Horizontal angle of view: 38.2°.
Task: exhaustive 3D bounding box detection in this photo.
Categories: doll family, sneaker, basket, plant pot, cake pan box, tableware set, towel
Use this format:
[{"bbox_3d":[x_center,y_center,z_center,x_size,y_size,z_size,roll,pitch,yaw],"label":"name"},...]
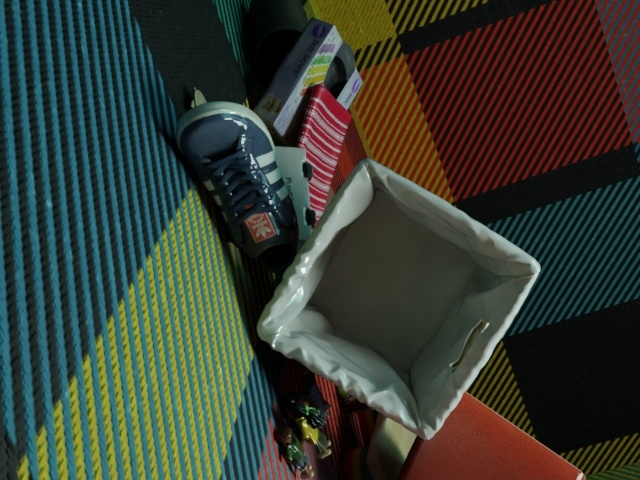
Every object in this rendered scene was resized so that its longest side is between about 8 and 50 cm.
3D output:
[{"bbox_3d":[-0.026,0.270,1.439,0.193,0.076,0.111,-98,162,-61],"label":"doll family"},{"bbox_3d":[-0.107,-0.068,1.408,0.350,0.131,0.148,56,15,-56],"label":"sneaker"},{"bbox_3d":[-0.088,-0.470,2.118,0.204,0.154,0.227,68,7,-50],"label":"basket"},{"bbox_3d":[0.234,0.453,1.539,0.267,0.236,0.267,34,-35,21],"label":"plant pot"},{"bbox_3d":[-0.020,-0.314,2.002,0.267,0.070,0.246,-59,156,-11],"label":"cake pan box"},{"bbox_3d":[-0.176,-0.159,1.511,0.169,0.020,0.141,58,18,-56],"label":"tableware set"},{"bbox_3d":[0.118,0.082,1.507,0.331,0.328,0.266,32,4,-1],"label":"basket"},{"bbox_3d":[-0.006,-0.176,1.973,0.199,0.031,0.275,35,69,-65],"label":"towel"}]

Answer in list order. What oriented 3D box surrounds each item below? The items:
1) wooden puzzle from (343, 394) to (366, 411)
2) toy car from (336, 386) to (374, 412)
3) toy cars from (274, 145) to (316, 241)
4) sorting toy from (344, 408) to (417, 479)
[{"bbox_3d":[0.072,0.319,1.834,0.083,0.049,0.006,76,-5,-52],"label":"wooden puzzle"},{"bbox_3d":[0.135,0.264,1.908,0.155,0.188,0.149,52,23,-60],"label":"toy car"},{"bbox_3d":[0.000,0.000,1.722,0.394,0.176,0.087,48,-28,1],"label":"toy cars"},{"bbox_3d":[0.131,0.446,1.795,0.257,0.089,0.255,-64,137,-60],"label":"sorting toy"}]
